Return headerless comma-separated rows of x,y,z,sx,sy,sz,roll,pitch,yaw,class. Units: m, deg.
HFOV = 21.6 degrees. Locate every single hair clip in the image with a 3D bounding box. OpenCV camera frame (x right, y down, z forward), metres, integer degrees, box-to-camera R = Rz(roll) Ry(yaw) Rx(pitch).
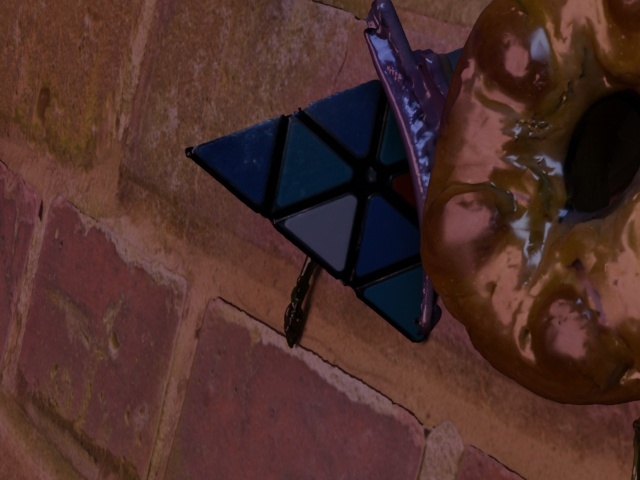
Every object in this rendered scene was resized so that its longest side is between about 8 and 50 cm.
0.099,-0.066,1.386,0.137,0.090,0.278,66,-165,-87,hair clip

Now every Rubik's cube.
0.024,-0.043,1.566,0.250,0.284,0.234,67,167,-16,Rubik's cube

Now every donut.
0.210,-0.051,1.138,0.317,0.150,0.299,-38,69,29,donut

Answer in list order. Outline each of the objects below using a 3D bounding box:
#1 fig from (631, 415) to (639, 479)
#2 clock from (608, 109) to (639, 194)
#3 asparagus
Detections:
0.225,0.221,1.196,0.166,0.093,0.093,-59,34,1,fig
0.190,-0.097,1.326,0.191,0.062,0.151,-49,45,43,clock
0.000,0.000,1.650,0.022,0.023,0.233,-37,-33,-70,asparagus
